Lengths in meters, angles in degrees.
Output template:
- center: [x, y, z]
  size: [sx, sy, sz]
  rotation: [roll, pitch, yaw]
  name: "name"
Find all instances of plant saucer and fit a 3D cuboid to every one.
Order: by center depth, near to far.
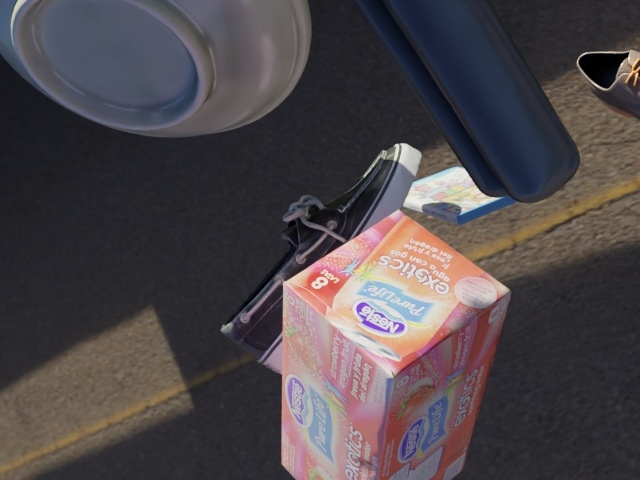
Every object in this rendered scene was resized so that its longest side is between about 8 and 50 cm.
- center: [-0.214, -0.224, 0.956]
  size: [0.400, 0.400, 0.100]
  rotation: [-19, 46, 39]
  name: "plant saucer"

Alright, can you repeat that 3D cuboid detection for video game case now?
- center: [0.173, -0.059, 1.109]
  size: [0.166, 0.119, 0.015]
  rotation: [24, 131, 61]
  name: "video game case"

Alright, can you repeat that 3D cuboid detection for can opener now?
- center: [0.023, -0.125, 0.461]
  size: [0.283, 0.095, 0.076]
  rotation: [54, 172, -15]
  name: "can opener"

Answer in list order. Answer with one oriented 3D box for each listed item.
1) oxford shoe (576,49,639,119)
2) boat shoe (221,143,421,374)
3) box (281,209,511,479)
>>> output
- center: [0.610, -0.271, 1.614]
  size: [0.130, 0.133, 0.364]
  rotation: [-63, 32, 4]
  name: "oxford shoe"
- center: [-0.001, 0.000, 1.018]
  size: [0.105, 0.113, 0.306]
  rotation: [36, 88, -5]
  name: "boat shoe"
- center: [0.060, 0.144, 0.861]
  size: [0.142, 0.154, 0.300]
  rotation: [39, 145, 31]
  name: "box"
